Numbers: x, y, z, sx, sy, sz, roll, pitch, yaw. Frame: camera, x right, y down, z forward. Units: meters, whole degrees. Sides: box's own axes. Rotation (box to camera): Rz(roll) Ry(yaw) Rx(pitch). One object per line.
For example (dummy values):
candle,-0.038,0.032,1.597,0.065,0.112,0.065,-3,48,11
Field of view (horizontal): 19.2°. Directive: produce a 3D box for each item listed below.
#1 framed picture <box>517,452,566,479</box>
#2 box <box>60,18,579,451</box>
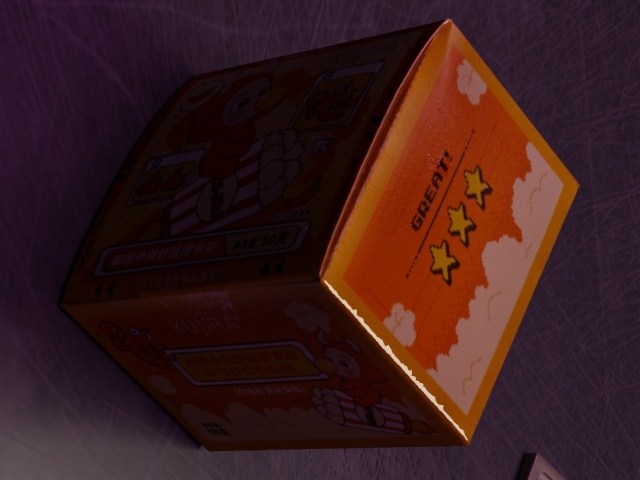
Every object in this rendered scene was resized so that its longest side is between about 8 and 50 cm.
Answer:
framed picture,0.217,0.363,1.838,0.189,0.023,0.260,44,56,-31
box,0.000,0.000,1.453,0.214,0.283,0.259,49,52,-30
